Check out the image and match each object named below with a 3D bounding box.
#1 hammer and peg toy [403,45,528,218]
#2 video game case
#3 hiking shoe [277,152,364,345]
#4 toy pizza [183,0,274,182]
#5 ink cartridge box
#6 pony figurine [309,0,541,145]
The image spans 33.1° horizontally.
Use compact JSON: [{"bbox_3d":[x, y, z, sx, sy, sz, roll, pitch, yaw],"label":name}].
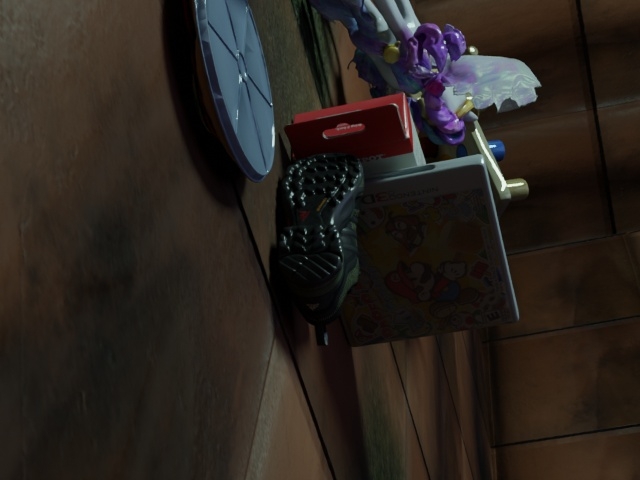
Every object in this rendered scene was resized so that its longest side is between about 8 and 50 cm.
[{"bbox_3d":[0.209,-0.151,1.845,0.266,0.127,0.361,113,-36,-56],"label":"hammer and peg toy"},{"bbox_3d":[0.105,0.019,1.229,0.026,0.206,0.227,-82,158,-53],"label":"video game case"},{"bbox_3d":[0.000,0.000,1.102,0.227,0.086,0.114,-75,164,-50],"label":"hiking shoe"},{"bbox_3d":[-0.081,-0.147,0.927,0.201,0.032,0.201,-11,90,-80],"label":"toy pizza"},{"bbox_3d":[0.050,-0.085,1.243,0.231,0.134,0.078,67,17,-46],"label":"ink cartridge box"},{"bbox_3d":[0.127,-0.248,1.511,0.363,0.302,0.351,55,21,-20],"label":"pony figurine"}]
